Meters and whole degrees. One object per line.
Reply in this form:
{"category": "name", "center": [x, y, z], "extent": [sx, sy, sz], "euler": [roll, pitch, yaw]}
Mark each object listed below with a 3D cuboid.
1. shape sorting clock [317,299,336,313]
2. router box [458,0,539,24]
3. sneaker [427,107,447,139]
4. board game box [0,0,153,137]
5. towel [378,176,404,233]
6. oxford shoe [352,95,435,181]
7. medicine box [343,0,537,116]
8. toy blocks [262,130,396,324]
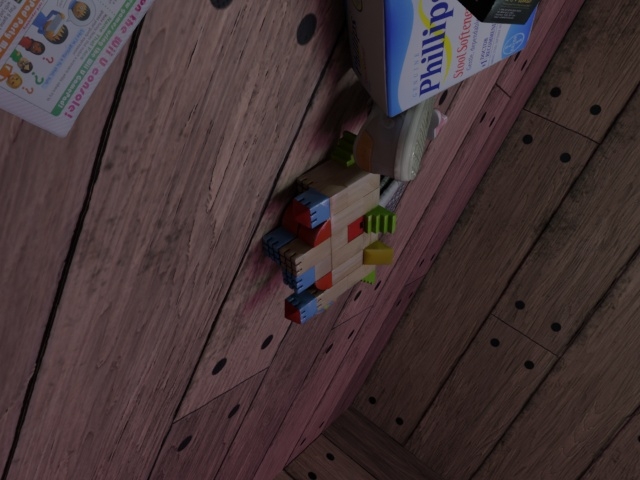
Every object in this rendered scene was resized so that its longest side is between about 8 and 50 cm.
{"category": "shape sorting clock", "center": [0.035, 0.129, 1.512], "extent": [0.206, 0.040, 0.206], "euler": [-46, 157, -26]}
{"category": "router box", "center": [0.173, -0.430, 0.561], "extent": [0.081, 0.309, 0.243], "euler": [-13, 147, -32]}
{"category": "sneaker", "center": [0.325, -0.345, 1.451], "extent": [0.070, 0.051, 0.134], "euler": [-53, 163, -13]}
{"category": "board game box", "center": [-0.233, -0.228, 0.312], "extent": [0.224, 0.097, 0.303], "euler": [-56, 158, 0]}
{"category": "towel", "center": [0.154, -0.059, 1.398], "extent": [0.324, 0.056, 0.312], "euler": [-51, 165, -37]}
{"category": "oxford shoe", "center": [0.166, -0.280, 1.056], "extent": [0.449, 0.130, 0.169], "euler": [-65, 157, -44]}
{"category": "medicine box", "center": [0.192, -0.384, 0.823], "extent": [0.289, 0.149, 0.263], "euler": [-29, 155, -5]}
{"category": "toy blocks", "center": [0.000, 0.000, 1.088], "extent": [0.261, 0.190, 0.382], "euler": [-33, 139, -30]}
